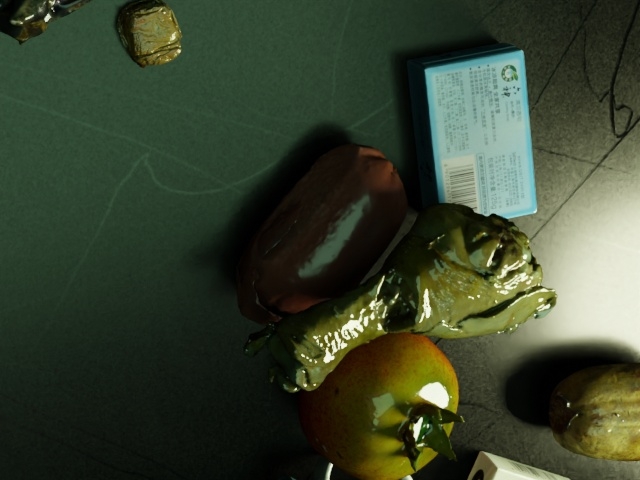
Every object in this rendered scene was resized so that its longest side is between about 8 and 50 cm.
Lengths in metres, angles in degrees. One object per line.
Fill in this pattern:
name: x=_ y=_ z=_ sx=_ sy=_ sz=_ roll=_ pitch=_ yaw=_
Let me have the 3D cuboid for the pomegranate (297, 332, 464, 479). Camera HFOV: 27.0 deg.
pomegranate: x=0.086 y=0.218 z=1.782 sx=0.220 sy=0.256 sz=0.221 roll=-11 pitch=110 yaw=-33

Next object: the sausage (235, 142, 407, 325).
sausage: x=0.000 y=0.000 z=1.754 sx=0.152 sy=0.152 sz=0.280 roll=39 pitch=91 yaw=-22

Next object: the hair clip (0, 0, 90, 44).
hair clip: x=-0.269 y=-0.380 z=1.622 sx=0.110 sy=0.095 sz=0.359 roll=37 pitch=84 yaw=13

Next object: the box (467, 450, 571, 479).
box: x=0.269 y=0.462 z=2.001 sx=0.164 sy=0.069 sz=0.257 roll=20 pitch=98 yaw=-20

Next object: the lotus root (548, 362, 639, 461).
lotus root: x=0.461 y=0.253 z=1.965 sx=0.260 sy=0.128 sz=0.145 roll=0 pitch=96 yaw=-17

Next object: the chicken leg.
chicken leg: x=0.102 y=0.079 z=1.687 sx=0.429 sy=0.152 sz=0.201 roll=-23 pitch=118 yaw=-26

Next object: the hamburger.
hamburger: x=-0.215 y=-0.261 z=1.675 sx=0.076 sy=0.044 sz=0.083 roll=-15 pitch=111 yaw=-13

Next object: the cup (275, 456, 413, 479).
cup: x=0.038 y=0.438 z=1.868 sx=0.257 sy=0.219 sz=0.290 roll=27 pitch=67 yaw=-20

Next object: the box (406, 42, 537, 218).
box: x=0.206 y=-0.141 z=1.807 sx=0.142 sy=0.083 sz=0.232 roll=-12 pitch=107 yaw=-11
